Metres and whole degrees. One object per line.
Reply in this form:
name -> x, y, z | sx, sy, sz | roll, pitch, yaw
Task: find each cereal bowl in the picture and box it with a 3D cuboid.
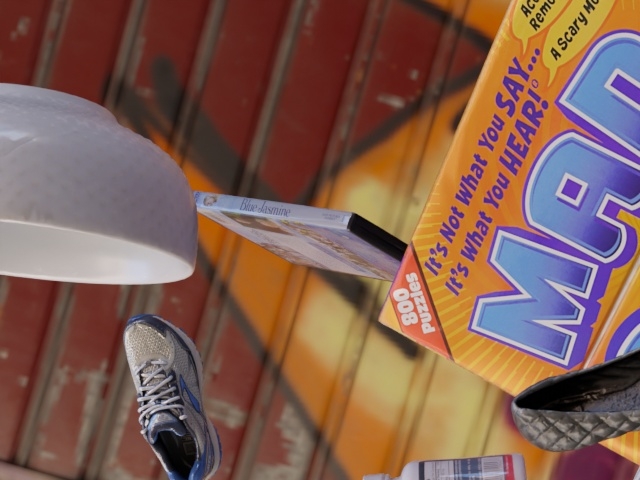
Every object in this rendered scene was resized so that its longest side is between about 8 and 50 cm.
cereal bowl -> -0.272, -0.054, 1.277 | 0.339, 0.339, 0.141 | 105, 171, -80

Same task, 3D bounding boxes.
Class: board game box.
board game box -> 0.327, -0.044, 1.239 | 0.356, 0.356, 0.356 | -33, -32, -61

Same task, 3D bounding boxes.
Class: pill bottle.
pill bottle -> 0.140, 0.295, 1.555 | 0.108, 0.180, 0.107 | -5, -90, -83

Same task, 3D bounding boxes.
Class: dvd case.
dvd case -> 0.000, 0.000, 1.475 | 0.253, 0.180, 0.022 | 9, 75, 45

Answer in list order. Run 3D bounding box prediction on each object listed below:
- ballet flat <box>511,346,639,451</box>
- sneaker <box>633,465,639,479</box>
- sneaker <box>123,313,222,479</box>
ballet flat -> 0.209, 0.095, 0.927 | 0.049, 0.173, 0.057 | 45, -156, -47
sneaker -> 0.179, 0.214, 0.769 | 0.081, 0.080, 0.211 | 1, -86, -65
sneaker -> -0.108, 0.118, 1.011 | 0.058, 0.052, 0.135 | -56, -54, -74
